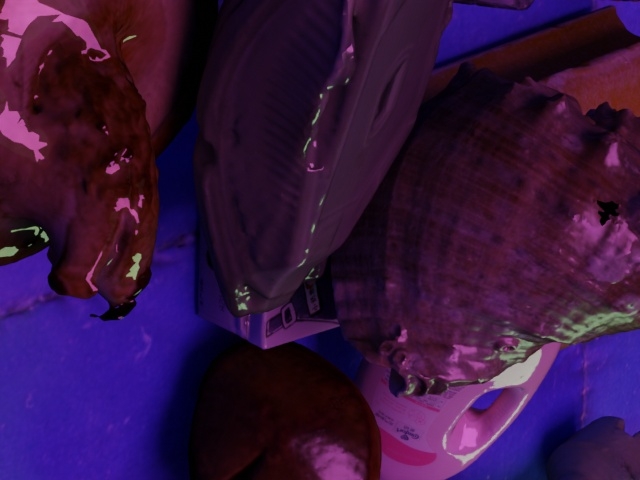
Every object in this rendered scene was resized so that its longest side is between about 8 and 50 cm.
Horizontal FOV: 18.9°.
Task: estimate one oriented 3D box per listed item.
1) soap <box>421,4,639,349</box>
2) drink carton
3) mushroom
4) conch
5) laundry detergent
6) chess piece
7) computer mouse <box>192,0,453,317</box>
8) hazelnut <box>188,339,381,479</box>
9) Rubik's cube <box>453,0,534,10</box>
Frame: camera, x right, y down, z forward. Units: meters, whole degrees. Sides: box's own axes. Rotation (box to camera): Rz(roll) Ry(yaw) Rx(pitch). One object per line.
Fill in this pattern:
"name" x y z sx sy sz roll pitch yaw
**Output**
"soap" 0.229 -0.052 1.904 0.335 0.156 0.293 -21 120 -37
"drink carton" 0.000 -0.001 1.726 0.222 0.102 0.134 -15 119 -40
"mushroom" -0.181 -0.131 1.358 0.345 0.260 0.345 -37 139 -41
"conch" 0.169 -0.031 1.603 0.352 0.297 0.210 -33 157 -31
"laundry detergent" 0.104 0.152 1.800 0.088 0.159 0.335 -78 -170 -46
"chess piece" 0.252 0.310 2.068 0.299 0.195 0.194 -33 128 -43
"computer mouse" -0.010 -0.126 1.452 0.228 0.145 0.429 -54 166 -46
"hazelnut" -0.030 0.184 1.713 0.178 0.204 0.178 -26 165 -8
"Rubik's cube" 0.093 -0.348 1.543 0.237 0.238 0.237 -56 142 -35
